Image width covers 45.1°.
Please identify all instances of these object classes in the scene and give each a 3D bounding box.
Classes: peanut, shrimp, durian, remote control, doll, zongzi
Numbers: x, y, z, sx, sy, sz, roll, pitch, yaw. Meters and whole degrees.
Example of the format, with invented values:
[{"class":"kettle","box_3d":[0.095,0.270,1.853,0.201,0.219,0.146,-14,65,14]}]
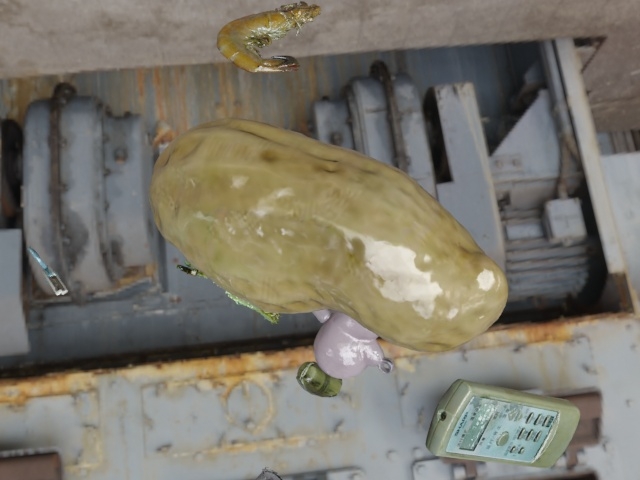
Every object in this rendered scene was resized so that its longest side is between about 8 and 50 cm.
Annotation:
[{"class":"peanut","box_3d":[0.000,0.000,0.785,0.387,0.192,0.169,21,-153,12]},{"class":"shrimp","box_3d":[-0.051,-0.278,1.057,0.178,0.124,0.034,-23,146,-26]},{"class":"durian","box_3d":[-0.133,0.079,1.286,0.100,0.086,0.215,-29,127,34]},{"class":"remote control","box_3d":[0.236,0.235,0.973,0.233,0.098,0.038,17,-169,-34]},{"class":"doll","box_3d":[-0.008,0.102,1.346,0.160,0.365,0.094,-51,162,15]},{"class":"zongzi","box_3d":[-0.031,0.242,1.391,0.113,0.052,0.104,9,157,41]}]

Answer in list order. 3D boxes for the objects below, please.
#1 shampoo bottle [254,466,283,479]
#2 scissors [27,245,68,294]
[{"class":"shampoo bottle","box_3d":[-0.146,0.517,1.414,0.214,0.072,0.072,-49,151,10]},{"class":"scissors","box_3d":[-0.276,0.037,0.791,0.014,0.058,0.119,-39,-154,-15]}]
